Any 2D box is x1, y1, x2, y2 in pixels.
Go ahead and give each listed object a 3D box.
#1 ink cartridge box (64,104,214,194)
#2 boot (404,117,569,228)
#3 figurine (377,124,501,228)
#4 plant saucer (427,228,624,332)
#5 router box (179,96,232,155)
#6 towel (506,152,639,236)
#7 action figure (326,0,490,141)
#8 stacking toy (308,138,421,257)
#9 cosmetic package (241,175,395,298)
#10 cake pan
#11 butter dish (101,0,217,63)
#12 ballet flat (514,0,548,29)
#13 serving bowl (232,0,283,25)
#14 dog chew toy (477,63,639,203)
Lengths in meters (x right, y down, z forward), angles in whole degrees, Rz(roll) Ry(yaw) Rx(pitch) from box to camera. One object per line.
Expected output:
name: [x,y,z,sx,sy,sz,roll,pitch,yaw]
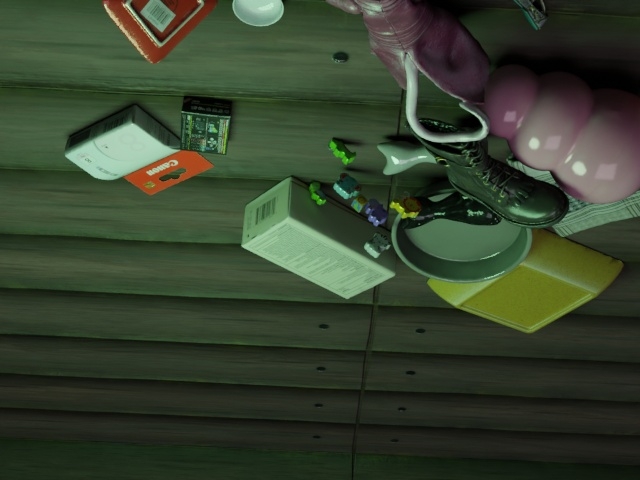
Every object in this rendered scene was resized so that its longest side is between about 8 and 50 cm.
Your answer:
ink cartridge box: [-0.357,-0.158,1.998,0.189,0.066,0.232,-20,136,30]
boot: [0.281,-0.118,1.714,0.263,0.091,0.229,23,173,30]
figurine: [0.228,-0.118,1.951,0.210,0.092,0.214,-8,121,23]
plant saucer: [0.472,0.107,2.326,0.333,0.081,0.333,19,143,-25]
router box: [-0.218,-0.216,1.912,0.092,0.038,0.122,7,147,-6]
towel: [0.576,-0.118,1.995,0.324,0.056,0.312,-16,142,25]
action figure: [0.108,-0.331,1.528,0.248,0.275,0.370,-6,160,23]
stacking toy: [0.082,-0.086,2.007,0.221,0.052,0.167,43,143,9]
cosmetic package: [0.000,0.000,2.163,0.309,0.113,0.160,28,139,-34]
cake pan: [0.298,-0.021,2.124,0.293,0.054,0.293,5,138,5]
butter dish: [-0.271,-0.392,1.588,0.160,0.118,0.160,-47,140,-7]
ballet flat: [0.333,-0.387,1.623,0.041,0.041,0.114,-22,140,32]
serving bowl: [-0.101,-0.390,1.648,0.083,0.027,0.083,2,147,2]
dog chew toy: [0.421,-0.201,1.759,0.332,0.206,0.206,26,144,-4]
